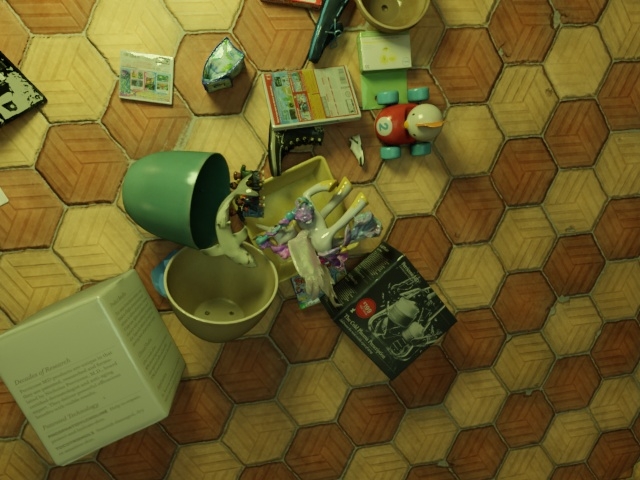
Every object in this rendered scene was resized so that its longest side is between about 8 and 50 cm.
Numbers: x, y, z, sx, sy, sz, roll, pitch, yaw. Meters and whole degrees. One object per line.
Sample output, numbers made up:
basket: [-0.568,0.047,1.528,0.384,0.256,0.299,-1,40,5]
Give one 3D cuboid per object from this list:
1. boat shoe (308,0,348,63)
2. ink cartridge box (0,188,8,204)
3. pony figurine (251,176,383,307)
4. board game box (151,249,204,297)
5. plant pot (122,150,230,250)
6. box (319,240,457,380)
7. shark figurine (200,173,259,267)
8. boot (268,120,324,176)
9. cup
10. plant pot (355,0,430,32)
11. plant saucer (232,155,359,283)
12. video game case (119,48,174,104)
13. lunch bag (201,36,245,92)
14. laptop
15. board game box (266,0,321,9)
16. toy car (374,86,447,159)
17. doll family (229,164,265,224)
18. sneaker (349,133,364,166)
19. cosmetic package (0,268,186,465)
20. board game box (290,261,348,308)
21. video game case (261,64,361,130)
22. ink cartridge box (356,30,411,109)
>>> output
boat shoe: [0.037,-0.682,1.284,0.089,0.109,0.258,19,98,-15]
ink cartridge box: [-1.063,-0.118,1.221,0.181,0.061,0.104,-29,103,-4]
pony figurine: [0.000,0.000,1.239,0.363,0.303,0.351,-34,66,0]
board game box: [-0.479,0.112,1.369,0.169,0.033,0.133,-45,100,-6]
plant pot: [-0.433,-0.134,1.216,0.235,0.293,0.293,11,98,7]
box: [0.232,0.239,1.406,0.312,0.179,0.343,-43,111,-1]
shark figurine: [-0.270,-0.056,1.206,0.166,0.116,0.278,0,113,-12]
boot: [-0.077,-0.313,1.309,0.178,0.085,0.237,3,74,-12]
cup: [-0.314,0.187,1.285,0.330,0.331,0.237,8,134,-10]
plant pot: [0.217,-0.760,1.288,0.237,0.110,0.238,0,89,-8]
plant saucer: [-0.080,-0.070,1.377,0.332,0.081,0.333,-25,102,-4]
video game case: [-0.539,-0.505,1.264,0.157,0.019,0.143,4,99,-11]
lunch bag: [-0.303,-0.520,1.243,0.096,0.129,0.151,44,90,-12]
laptop: [-1.008,-0.415,1.207,0.234,0.136,0.264,49,64,-13]
board game box: [-0.088,-0.818,1.270,0.193,0.045,0.147,3,99,-10]
toy car: [0.297,-0.372,1.296,0.210,0.238,0.219,-8,106,-8]
doll family: [-0.231,-0.139,1.265,0.111,0.076,0.193,-3,103,-13]
sneaker: [0.126,-0.306,1.397,0.043,0.040,0.109,-11,98,9]
cosmetic package: [-0.661,0.352,1.226,0.327,0.329,0.394,-24,101,-4]
board game box: [0.001,0.146,1.448,0.201,0.035,0.136,-20,102,-6]
video game case: [-0.030,-0.458,1.299,0.285,0.025,0.204,-10,73,-10]
ink cartridge box: [0.216,-0.567,1.357,0.171,0.056,0.235,-7,98,-8]
